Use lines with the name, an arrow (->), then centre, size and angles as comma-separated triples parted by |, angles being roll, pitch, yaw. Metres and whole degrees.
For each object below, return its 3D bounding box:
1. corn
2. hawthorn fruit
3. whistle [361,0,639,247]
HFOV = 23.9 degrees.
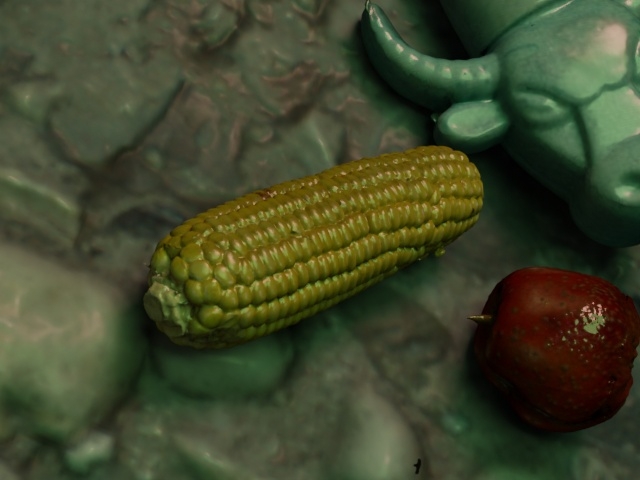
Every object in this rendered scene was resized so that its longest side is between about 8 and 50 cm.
corn -> 0.000, 0.000, 0.746 | 0.206, 0.067, 0.067 | -21, 76, -37
hawthorn fruit -> 0.118, 0.053, 0.775 | 0.093, 0.093, 0.093 | 13, 60, -23
whistle -> 0.131, -0.104, 0.858 | 0.186, 0.093, 0.274 | -27, 75, -9
